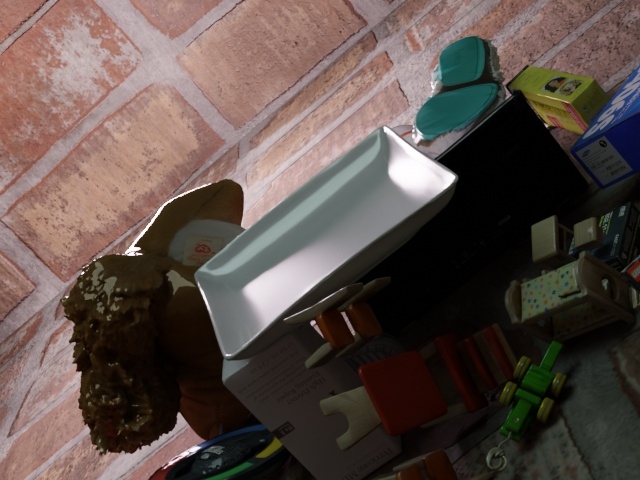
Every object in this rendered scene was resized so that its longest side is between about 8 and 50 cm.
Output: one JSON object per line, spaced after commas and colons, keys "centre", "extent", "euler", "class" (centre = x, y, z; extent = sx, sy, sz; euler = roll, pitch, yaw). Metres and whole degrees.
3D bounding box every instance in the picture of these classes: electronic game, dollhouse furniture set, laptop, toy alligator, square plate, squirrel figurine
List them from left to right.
{"centre": [-0.213, 0.167, 1.864], "extent": [0.397, 0.370, 0.281], "euler": [-22, 46, -31], "class": "squirrel figurine"}
{"centre": [-0.137, 0.309, 1.701], "extent": [0.229, 0.048, 0.229], "euler": [-20, 8, 3], "class": "electronic game"}
{"centre": [0.000, 0.000, 1.561], "extent": [0.344, 0.049, 0.347], "euler": [-38, 20, 0], "class": "square plate"}
{"centre": [0.117, 0.164, 1.387], "extent": [0.135, 0.262, 0.259], "euler": [-32, -11, 26], "class": "dollhouse furniture set"}
{"centre": [0.170, -0.061, 1.826], "extent": [0.382, 0.408, 0.236], "euler": [-40, 51, 9], "class": "laptop"}
{"centre": [0.229, 0.194, 1.376], "extent": [0.189, 0.056, 0.051], "euler": [-55, -21, -32], "class": "toy alligator"}
{"centre": [0.316, 0.014, 1.425], "extent": [0.182, 0.101, 0.161], "euler": [-28, 47, 41], "class": "dollhouse furniture set"}

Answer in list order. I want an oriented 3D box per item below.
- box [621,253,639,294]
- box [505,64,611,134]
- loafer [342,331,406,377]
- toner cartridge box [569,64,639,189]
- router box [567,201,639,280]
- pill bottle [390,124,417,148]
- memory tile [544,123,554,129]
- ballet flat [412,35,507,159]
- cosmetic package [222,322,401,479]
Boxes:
{"centre": [0.408, 0.023, 1.320], "extent": [0.137, 0.094, 0.027], "euler": [-43, -23, -1], "class": "box"}
{"centre": [0.386, -0.223, 1.947], "extent": [0.058, 0.087, 0.232], "euler": [-44, 22, -4], "class": "box"}
{"centre": [0.020, 0.191, 1.759], "extent": [0.251, 0.094, 0.087], "euler": [-32, 24, 31], "class": "loafer"}
{"centre": [0.491, -0.221, 1.658], "extent": [0.348, 0.075, 0.165], "euler": [-46, 9, -34], "class": "toner cartridge box"}
{"centre": [0.356, 0.014, 1.540], "extent": [0.092, 0.038, 0.122], "euler": [-29, 22, 37], "class": "router box"}
{"centre": [0.152, -0.134, 2.069], "extent": [0.121, 0.121, 0.221], "euler": [-42, 12, 1], "class": "pill bottle"}
{"centre": [0.365, -0.205, 2.098], "extent": [0.113, 0.012, 0.148], "euler": [-36, 19, 21], "class": "memory tile"}
{"centre": [0.240, -0.200, 1.926], "extent": [0.147, 0.147, 0.409], "euler": [-33, 17, 28], "class": "ballet flat"}
{"centre": [-0.009, 0.206, 1.554], "extent": [0.117, 0.231, 0.085], "euler": [-37, 19, 15], "class": "cosmetic package"}
